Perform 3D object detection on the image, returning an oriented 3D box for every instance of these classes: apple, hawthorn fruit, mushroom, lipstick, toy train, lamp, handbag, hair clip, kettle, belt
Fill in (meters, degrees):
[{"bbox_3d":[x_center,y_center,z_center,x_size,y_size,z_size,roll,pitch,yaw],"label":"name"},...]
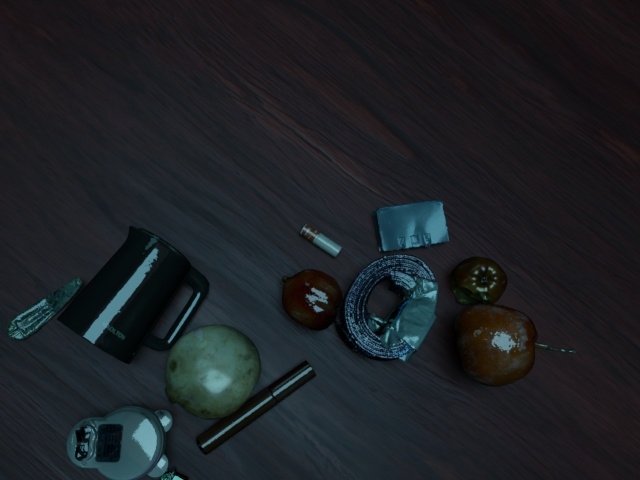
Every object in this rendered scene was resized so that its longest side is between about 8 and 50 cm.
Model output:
[{"bbox_3d":[0.474,0.118,1.538,0.156,0.158,0.147,41,71,7],"label":"apple"},{"bbox_3d":[0.488,0.275,1.444,0.235,0.263,0.231,23,31,-41],"label":"hawthorn fruit"},{"bbox_3d":[-0.032,0.162,1.445,0.188,0.169,0.169,24,73,13],"label":"hawthorn fruit"},{"bbox_3d":[-0.282,0.338,1.345,0.255,0.184,0.254,1,78,-6],"label":"mushroom"},{"bbox_3d":[-0.171,0.448,1.402,0.357,0.057,0.057,-33,83,-15],"label":"lipstick"},{"bbox_3d":[-0.399,0.656,1.322,0.071,0.038,0.147,29,73,-4],"label":"toy train"},{"bbox_3d":[-0.503,0.507,1.306,0.246,0.108,0.179,4,71,-7],"label":"lamp"},{"bbox_3d":[0.278,-0.044,1.603,0.221,0.057,0.144,-6,81,-11],"label":"handbag"},{"bbox_3d":[-0.731,0.179,1.389,0.229,0.036,0.066,-40,81,-10],"label":"hair clip"},{"bbox_3d":[0.000,0.000,1.552,0.131,0.038,0.038,34,73,0],"label":"lipstick"},{"bbox_3d":[-0.472,0.154,1.357,0.262,0.203,0.308,33,70,2],"label":"kettle"},{"bbox_3d":[0.201,0.191,1.497,0.260,0.122,0.324,34,70,8],"label":"belt"}]
